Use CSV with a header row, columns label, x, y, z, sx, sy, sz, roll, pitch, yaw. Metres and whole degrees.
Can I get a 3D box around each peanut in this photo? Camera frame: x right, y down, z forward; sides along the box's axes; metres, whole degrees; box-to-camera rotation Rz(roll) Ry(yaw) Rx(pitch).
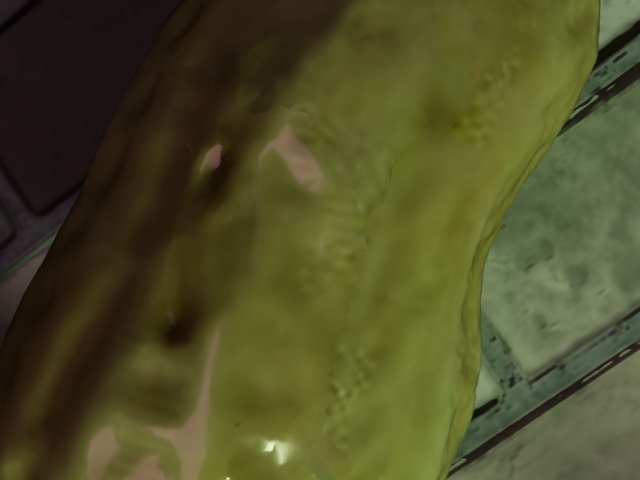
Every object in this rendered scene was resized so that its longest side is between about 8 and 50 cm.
label,x,y,z,sx,sy,sz,roll,pitch,yaw
peanut,0.000,0.000,0.687,0.169,0.192,0.387,18,79,46
